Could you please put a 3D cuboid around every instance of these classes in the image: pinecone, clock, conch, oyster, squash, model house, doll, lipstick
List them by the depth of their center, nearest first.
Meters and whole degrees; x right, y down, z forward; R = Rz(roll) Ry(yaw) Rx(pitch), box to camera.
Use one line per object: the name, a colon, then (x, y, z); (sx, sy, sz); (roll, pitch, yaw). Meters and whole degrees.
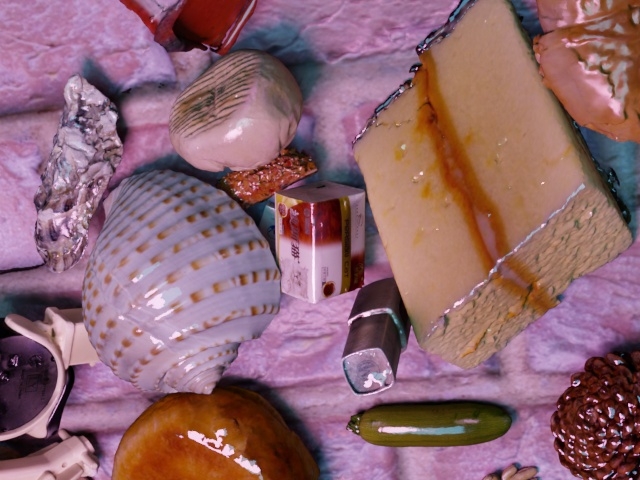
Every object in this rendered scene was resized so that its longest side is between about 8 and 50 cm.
model house: (-0.199, -0.391, 1.181); (0.254, 0.160, 0.196); (44, 113, 24)
lipstick: (0.078, 0.130, 1.247); (0.078, 0.253, 0.078); (-19, 102, 15)
pinecone: (0.444, 0.261, 1.257); (0.222, 0.221, 0.221); (3, 108, 9)
conch: (-0.227, 0.068, 1.288); (0.303, 0.215, 0.319); (-37, 96, 34)
oyster: (-0.361, -0.087, 1.316); (0.252, 0.087, 0.199); (-47, 55, 30)
squash: (0.164, 0.285, 1.380); (0.258, 0.069, 0.069); (-4, 107, 11)
doll: (0.294, 0.383, 1.398); (0.093, 0.051, 0.061); (-8, 100, 11)
clock: (-0.467, 0.294, 1.408); (0.120, 0.277, 0.378); (30, 116, 44)

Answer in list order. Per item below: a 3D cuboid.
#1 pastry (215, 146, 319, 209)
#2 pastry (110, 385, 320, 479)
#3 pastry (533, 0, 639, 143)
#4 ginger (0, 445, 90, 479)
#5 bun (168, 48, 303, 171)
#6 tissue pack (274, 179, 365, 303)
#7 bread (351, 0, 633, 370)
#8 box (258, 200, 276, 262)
pastry: (-0.086, -0.090, 1.298); (0.169, 0.087, 0.063); (-26, 88, 17)
pastry: (-0.164, 0.392, 1.430); (0.356, 0.164, 0.355); (5, 113, 12)
pastry: (0.391, -0.271, 1.093); (0.285, 0.184, 0.315); (-19, 101, -4)
ginger: (-0.571, 0.443, 1.558); (0.333, 0.080, 0.166); (-25, 114, 20)
bun: (-0.113, -0.164, 1.232); (0.193, 0.178, 0.128); (-22, 135, 28)
tissue pack: (0.000, 0.000, 1.282); (0.099, 0.106, 0.148); (18, 116, 44)
bread: (0.228, -0.077, 1.275); (0.346, 0.242, 0.404); (-33, 66, 22)
box: (-0.068, -0.011, 1.349); (0.054, 0.024, 0.083); (22, 111, 5)
